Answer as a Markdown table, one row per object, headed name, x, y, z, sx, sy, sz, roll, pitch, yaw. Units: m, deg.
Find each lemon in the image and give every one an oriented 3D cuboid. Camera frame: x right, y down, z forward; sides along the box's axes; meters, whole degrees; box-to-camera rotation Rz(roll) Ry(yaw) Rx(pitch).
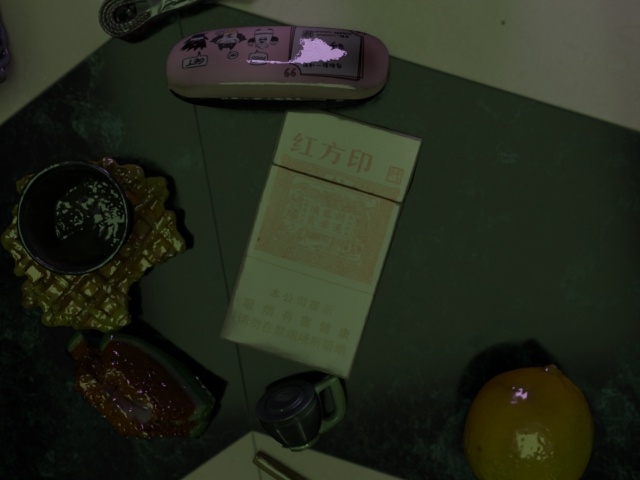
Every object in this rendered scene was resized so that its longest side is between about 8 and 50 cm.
| name | x | y | z | sx | sy | sz | roll | pitch | yaw |
| --- | --- | --- | --- | --- | --- | --- | --- | --- | --- |
| lemon | 0.291 | 0.267 | 1.290 | 0.178 | 0.178 | 0.203 | 18 | 99 | 2 |

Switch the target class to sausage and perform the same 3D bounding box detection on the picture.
| name | x | y | z | sx | sy | sz | roll | pitch | yaw |
| --- | --- | --- | --- | --- | --- | --- | --- | --- | --- |
| sausage | -0.044 | 0.363 | 1.401 | 0.132 | 0.024 | 0.024 | 32 | 98 | 1 |

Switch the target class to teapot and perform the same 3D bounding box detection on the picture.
| name | x | y | z | sx | sy | sz | roll | pitch | yaw |
| --- | --- | --- | --- | --- | --- | --- | --- | --- | --- |
| teapot | -0.024 | 0.261 | 1.358 | 0.124 | 0.092 | 0.091 | -15 | 118 | 14 |

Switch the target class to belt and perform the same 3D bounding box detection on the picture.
| name | x | y | z | sx | sy | sz | roll | pitch | yaw |
| --- | --- | --- | --- | --- | --- | --- | --- | --- | --- |
| belt | -0.207 | -0.350 | 1.322 | 0.232 | 0.053 | 0.071 | -18 | 94 | 7 |

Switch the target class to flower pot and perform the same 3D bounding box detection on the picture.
| name | x | y | z | sx | sy | sz | roll | pitch | yaw |
| --- | --- | --- | --- | --- | --- | --- | --- | --- | --- |
| flower pot | -0.330 | -0.030 | 1.292 | 0.157 | 0.107 | 0.157 | 0 | 89 | 5 |

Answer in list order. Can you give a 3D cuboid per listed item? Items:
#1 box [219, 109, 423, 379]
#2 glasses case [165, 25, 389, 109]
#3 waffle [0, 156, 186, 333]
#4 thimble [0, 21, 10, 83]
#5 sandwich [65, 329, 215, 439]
| name | x | y | z | sx | sy | sz | roll | pitch | yaw |
| --- | --- | --- | --- | --- | --- | --- | --- | --- | --- |
| box | 0.000 | 0.000 | 1.344 | 0.205 | 0.051 | 0.365 | 17 | 97 | 4 |
| glasses case | -0.061 | -0.242 | 1.292 | 0.314 | 0.075 | 0.122 | 1 | 57 | 5 |
| waffle | -0.336 | 0.010 | 1.372 | 0.291 | 0.051 | 0.291 | 0 | 95 | 3 |
| thimble | -0.546 | -0.307 | 1.278 | 0.157 | 0.217 | 0.245 | -17 | 79 | 2 |
| sandwich | -0.268 | 0.203 | 1.341 | 0.235 | 0.159 | 0.079 | 39 | 106 | 12 |
